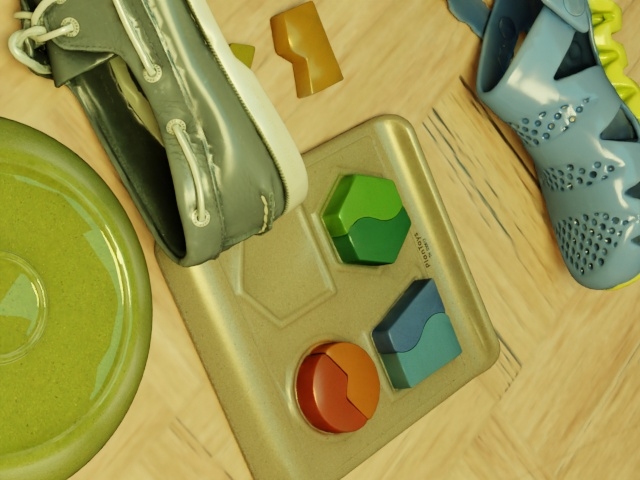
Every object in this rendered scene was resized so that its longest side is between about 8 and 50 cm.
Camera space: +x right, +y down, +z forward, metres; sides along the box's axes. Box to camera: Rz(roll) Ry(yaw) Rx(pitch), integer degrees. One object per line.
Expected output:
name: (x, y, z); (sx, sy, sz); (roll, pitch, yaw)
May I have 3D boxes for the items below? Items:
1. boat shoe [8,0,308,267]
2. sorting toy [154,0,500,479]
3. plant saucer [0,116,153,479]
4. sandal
boat shoe: (-0.131, -0.127, 0.833); (0.099, 0.116, 0.319); (-40, 104, -25)
sorting toy: (0.000, 0.000, 0.958); (0.229, 0.041, 0.307); (-29, 102, -34)
plant saucer: (-0.198, 0.040, 0.816); (0.241, 0.037, 0.241); (4, 83, -34)
sandal: (0.173, -0.114, 1.056); (0.138, 0.126, 0.318); (-10, 82, -32)
